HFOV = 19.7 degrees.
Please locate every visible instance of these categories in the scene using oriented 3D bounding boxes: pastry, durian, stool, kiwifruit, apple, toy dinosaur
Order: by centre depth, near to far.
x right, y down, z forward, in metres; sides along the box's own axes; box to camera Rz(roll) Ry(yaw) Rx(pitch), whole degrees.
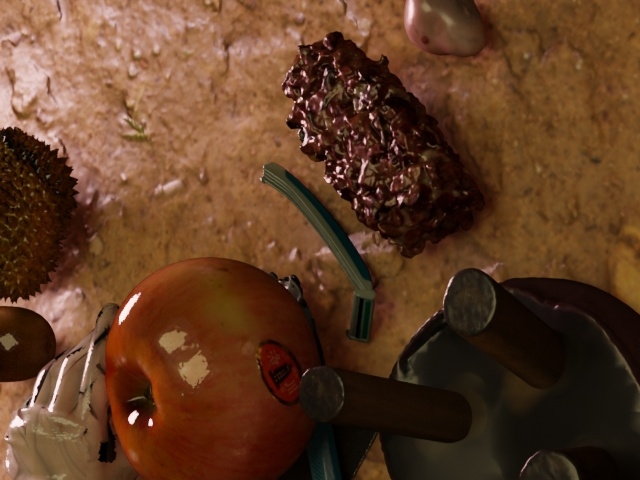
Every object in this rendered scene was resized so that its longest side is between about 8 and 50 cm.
[{"bbox_3d":[0.131,0.156,1.410,0.272,0.178,0.272,-6,80,36],"label":"stool"},{"bbox_3d":[0.050,-0.083,1.561,0.115,0.097,0.208,-46,60,13],"label":"pastry"},{"bbox_3d":[-0.093,0.117,1.562,0.209,0.164,0.209,11,104,57],"label":"apple"},{"bbox_3d":[0.088,-0.266,1.572,0.194,0.152,0.177,32,130,29],"label":"toy dinosaur"},{"bbox_3d":[-0.313,-0.032,1.799,0.158,0.137,0.168,25,107,16],"label":"durian"},{"bbox_3d":[-0.314,0.102,1.812,0.124,0.075,0.075,2,83,32],"label":"kiwifruit"}]

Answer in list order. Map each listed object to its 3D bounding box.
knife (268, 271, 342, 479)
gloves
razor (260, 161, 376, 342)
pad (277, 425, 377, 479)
[{"bbox_3d":[-0.004,0.164,1.599,0.044,0.026,0.296,-26,70,43],"label":"knife"},{"bbox_3d":[-0.223,0.163,1.717,0.127,0.111,0.212,10,94,39],"label":"gloves"},{"bbox_3d":[0.004,-0.001,1.620,0.191,0.037,0.068,57,157,33],"label":"razor"},{"bbox_3d":[-0.046,0.161,1.647,0.211,0.003,0.143,35,103,35],"label":"pad"}]
